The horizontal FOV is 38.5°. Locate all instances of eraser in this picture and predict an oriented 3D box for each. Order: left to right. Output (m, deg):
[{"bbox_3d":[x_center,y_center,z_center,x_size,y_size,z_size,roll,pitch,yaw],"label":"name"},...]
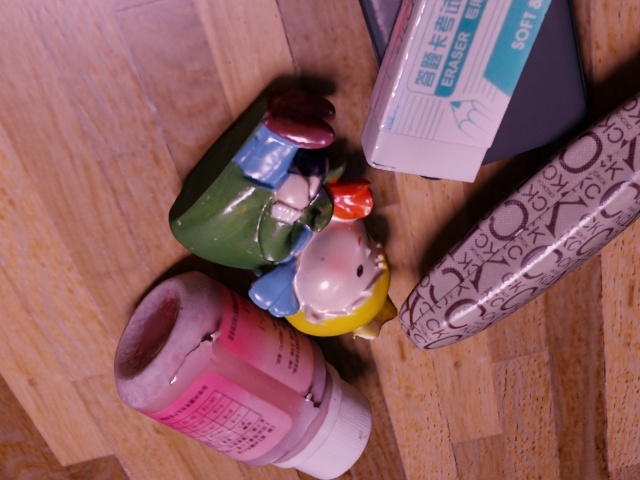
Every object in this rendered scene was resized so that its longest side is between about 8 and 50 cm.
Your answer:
[{"bbox_3d":[0.106,-0.152,0.677,0.095,0.052,0.225,7,127,-14],"label":"eraser"}]

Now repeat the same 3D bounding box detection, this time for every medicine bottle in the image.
[{"bbox_3d":[-0.068,0.141,0.893,0.247,0.147,0.147,35,116,-30],"label":"medicine bottle"}]

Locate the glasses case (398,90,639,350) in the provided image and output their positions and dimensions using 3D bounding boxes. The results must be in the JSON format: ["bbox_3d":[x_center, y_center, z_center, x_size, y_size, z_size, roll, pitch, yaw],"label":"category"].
[{"bbox_3d":[0.212,-0.020,0.814,0.354,0.085,0.137,-43,161,24],"label":"glasses case"}]

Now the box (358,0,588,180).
[{"bbox_3d":[0.124,-0.163,0.737,0.160,0.050,0.230,-18,128,7],"label":"box"}]

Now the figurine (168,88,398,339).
[{"bbox_3d":[0.002,-0.010,0.807,0.234,0.127,0.185,36,108,-19],"label":"figurine"}]
